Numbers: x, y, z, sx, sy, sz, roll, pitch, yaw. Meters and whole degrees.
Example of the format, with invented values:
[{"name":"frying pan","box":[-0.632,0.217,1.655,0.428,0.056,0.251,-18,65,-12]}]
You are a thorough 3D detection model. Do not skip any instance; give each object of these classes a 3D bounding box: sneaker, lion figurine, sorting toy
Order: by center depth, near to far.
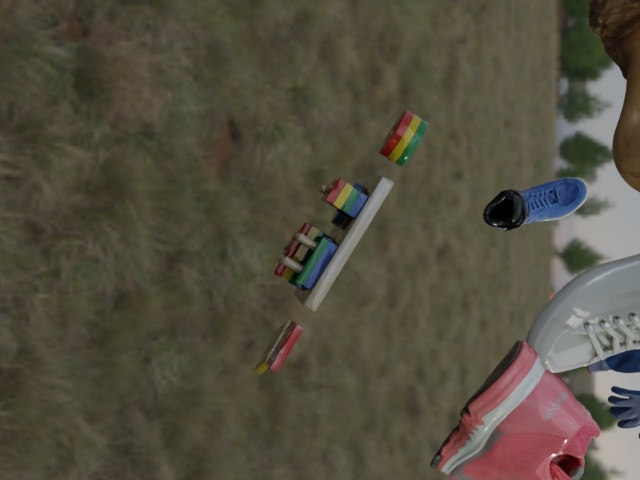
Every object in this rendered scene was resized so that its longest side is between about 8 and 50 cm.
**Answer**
[{"name":"sorting toy","box":[0.000,0.000,1.072,0.274,0.046,0.132,-59,-174,-1]},{"name":"sneaker","box":[0.210,0.225,1.259,0.116,0.136,0.314,-47,166,-20]},{"name":"sneaker","box":[0.375,0.081,1.344,0.106,0.290,0.123,55,8,-33]},{"name":"lion figurine","box":[0.452,-0.193,1.537,0.142,0.240,0.392,53,45,-52]},{"name":"sneaker","box":[0.308,-0.052,1.692,0.084,0.152,0.058,-5,81,-67]}]

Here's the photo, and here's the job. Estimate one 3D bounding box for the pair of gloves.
[{"name":"pair of gloves","box":[0.484,0.213,1.794,0.023,0.159,0.198,-29,96,-38]}]
